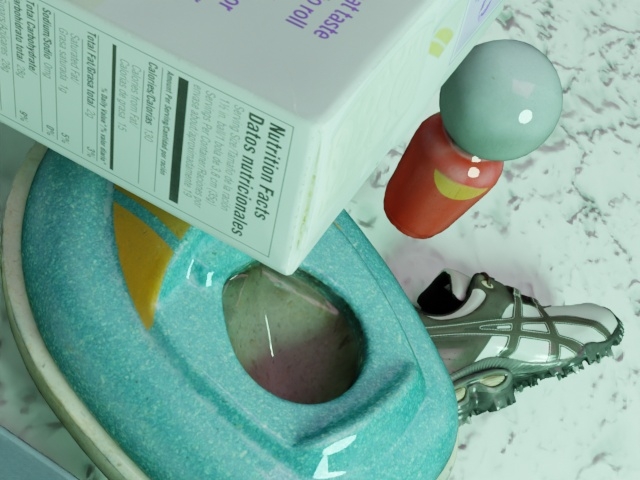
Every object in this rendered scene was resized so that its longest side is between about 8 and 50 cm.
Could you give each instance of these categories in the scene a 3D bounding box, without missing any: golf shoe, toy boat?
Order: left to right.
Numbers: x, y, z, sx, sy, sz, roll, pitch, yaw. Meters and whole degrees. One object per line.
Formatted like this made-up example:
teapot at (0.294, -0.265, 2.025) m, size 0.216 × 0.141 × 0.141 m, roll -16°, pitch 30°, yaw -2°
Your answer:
toy boat at (0.000, 0.000, 0.599) m, size 0.267 × 0.148 × 0.318 m, roll 48°, pitch 52°, yaw 9°
golf shoe at (0.117, 0.053, 0.743) m, size 0.198 × 0.077 × 0.094 m, roll -15°, pitch 79°, yaw -42°

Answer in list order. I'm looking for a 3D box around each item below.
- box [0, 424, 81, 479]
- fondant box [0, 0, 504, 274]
box at (-0.124, 0.205, 0.500) m, size 0.233 × 0.059 × 0.183 m, roll 41°, pitch 50°, yaw -17°
fondant box at (-0.090, -0.156, 0.567) m, size 0.330 × 0.096 × 0.238 m, roll 28°, pitch 49°, yaw 12°
